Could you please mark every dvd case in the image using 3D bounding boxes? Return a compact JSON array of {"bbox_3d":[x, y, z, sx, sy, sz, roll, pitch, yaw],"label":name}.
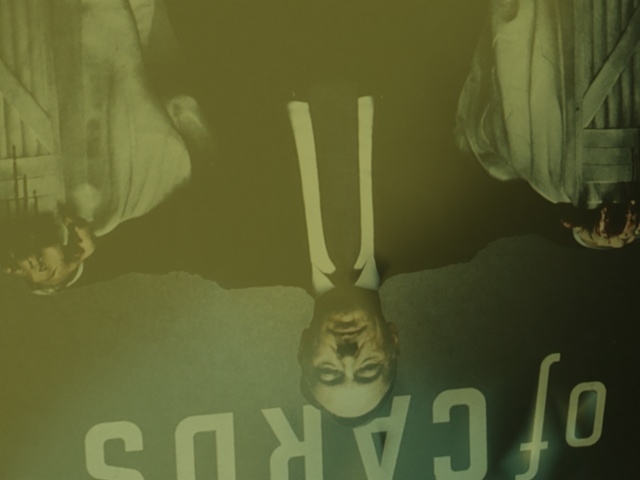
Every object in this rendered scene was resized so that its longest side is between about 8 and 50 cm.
[{"bbox_3d":[0.000,0.000,0.371,0.179,0.029,0.239,-4,99,-13],"label":"dvd case"}]
